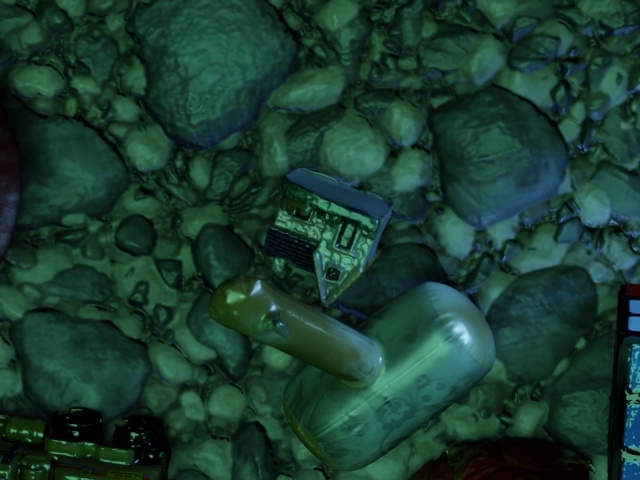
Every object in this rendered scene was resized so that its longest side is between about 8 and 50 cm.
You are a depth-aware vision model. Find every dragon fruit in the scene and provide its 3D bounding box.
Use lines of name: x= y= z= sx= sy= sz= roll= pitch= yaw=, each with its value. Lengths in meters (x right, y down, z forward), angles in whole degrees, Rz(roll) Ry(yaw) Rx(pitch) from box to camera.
dragon fruit: x=0.155 y=0.236 z=1.731 sx=0.161 sy=0.120 sz=0.127 roll=23 pitch=101 yaw=6

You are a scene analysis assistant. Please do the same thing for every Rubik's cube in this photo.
Rubik's cube: x=0.333 y=0.138 z=1.657 sx=0.162 sy=0.163 sz=0.160 roll=4 pitch=106 yaw=8

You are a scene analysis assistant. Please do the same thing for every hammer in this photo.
hammer: x=0.009 y=0.089 z=1.639 sx=0.202 sy=0.305 sz=0.113 roll=-41 pitch=53 yaw=14

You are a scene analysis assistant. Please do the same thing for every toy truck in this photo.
toy truck: x=-0.274 y=0.228 z=1.784 sx=0.257 sy=0.127 sz=0.127 roll=8 pitch=107 yaw=9

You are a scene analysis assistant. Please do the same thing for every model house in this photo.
model house: x=0.000 y=0.000 z=1.703 sx=0.101 sy=0.088 sz=0.100 roll=22 pitch=105 yaw=5

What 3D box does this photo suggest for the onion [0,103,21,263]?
onion: x=-0.439 y=-0.056 z=1.649 sx=0.347 sy=0.285 sz=0.347 roll=0 pitch=96 yaw=1

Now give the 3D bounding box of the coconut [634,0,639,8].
coconut: x=0.397 y=-0.238 z=1.473 sx=0.353 sy=0.352 sz=0.352 roll=2 pitch=105 yaw=7
